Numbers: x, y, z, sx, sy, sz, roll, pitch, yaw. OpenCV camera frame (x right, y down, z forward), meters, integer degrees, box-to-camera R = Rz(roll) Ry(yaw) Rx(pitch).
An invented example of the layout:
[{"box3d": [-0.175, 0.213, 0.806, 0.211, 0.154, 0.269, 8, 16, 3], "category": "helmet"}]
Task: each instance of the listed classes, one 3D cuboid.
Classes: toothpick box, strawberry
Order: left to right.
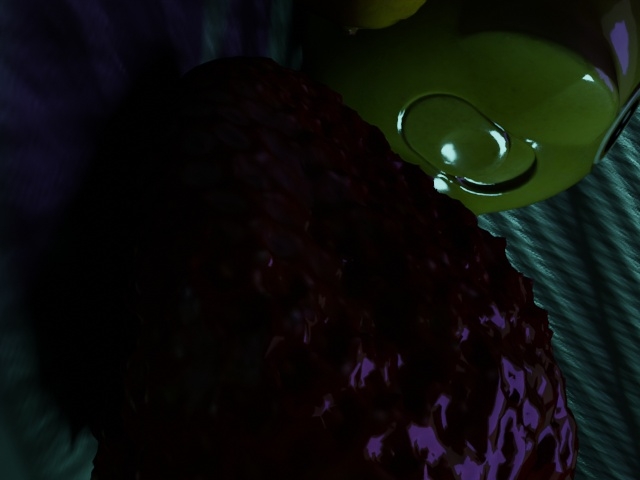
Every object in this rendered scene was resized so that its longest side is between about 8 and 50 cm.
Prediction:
[{"box3d": [-0.004, 0.057, 0.552, 0.312, 0.267, 0.351, 55, 21, -77], "category": "strawberry"}, {"box3d": [0.181, -0.240, 1.119, 0.409, 0.408, 0.425, 95, 4, -50], "category": "toothpick box"}]

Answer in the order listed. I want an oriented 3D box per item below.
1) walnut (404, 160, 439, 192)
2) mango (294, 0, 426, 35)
[{"box3d": [0.008, 0.026, 0.832, 0.228, 0.227, 0.228, 10, 90, -86], "category": "walnut"}, {"box3d": [0.042, -0.312, 0.819, 0.201, 0.152, 0.287, -67, 167, -52], "category": "mango"}]
